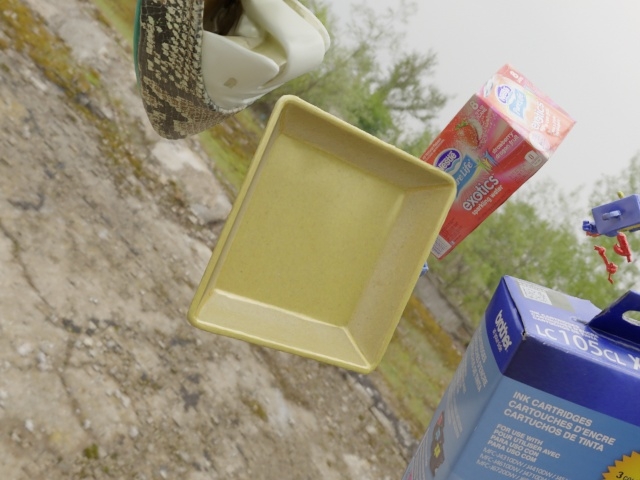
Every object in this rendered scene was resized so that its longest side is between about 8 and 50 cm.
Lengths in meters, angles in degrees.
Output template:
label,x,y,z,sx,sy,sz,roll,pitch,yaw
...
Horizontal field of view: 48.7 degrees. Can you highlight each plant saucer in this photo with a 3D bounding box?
label,x,y,z,sx,sy,sz,roll,pitch,yaw
plant saucer,0.000,0.000,1.031,0.332,0.333,0.081,21,5,-32

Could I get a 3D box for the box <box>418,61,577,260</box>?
label,x,y,z,sx,sy,sz,roll,pitch,yaw
box,0.252,-0.124,1.177,0.154,0.300,0.142,42,49,4

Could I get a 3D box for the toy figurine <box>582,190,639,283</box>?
label,x,y,z,sx,sy,sz,roll,pitch,yaw
toy figurine,0.712,-0.032,1.547,0.217,0.362,0.191,7,72,-38

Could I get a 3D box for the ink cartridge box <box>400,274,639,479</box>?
label,x,y,z,sx,sy,sz,roll,pitch,yaw
ink cartridge box,0.274,0.218,0.779,0.270,0.395,0.151,20,21,-3

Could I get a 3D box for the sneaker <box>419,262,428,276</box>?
label,x,y,z,sx,sy,sz,roll,pitch,yaw
sneaker,0.190,0.004,1.652,0.083,0.087,0.221,-87,155,-54

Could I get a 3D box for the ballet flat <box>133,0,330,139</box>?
label,x,y,z,sx,sy,sz,roll,pitch,yaw
ballet flat,-0.060,-0.248,0.585,0.182,0.483,0.164,33,46,19
